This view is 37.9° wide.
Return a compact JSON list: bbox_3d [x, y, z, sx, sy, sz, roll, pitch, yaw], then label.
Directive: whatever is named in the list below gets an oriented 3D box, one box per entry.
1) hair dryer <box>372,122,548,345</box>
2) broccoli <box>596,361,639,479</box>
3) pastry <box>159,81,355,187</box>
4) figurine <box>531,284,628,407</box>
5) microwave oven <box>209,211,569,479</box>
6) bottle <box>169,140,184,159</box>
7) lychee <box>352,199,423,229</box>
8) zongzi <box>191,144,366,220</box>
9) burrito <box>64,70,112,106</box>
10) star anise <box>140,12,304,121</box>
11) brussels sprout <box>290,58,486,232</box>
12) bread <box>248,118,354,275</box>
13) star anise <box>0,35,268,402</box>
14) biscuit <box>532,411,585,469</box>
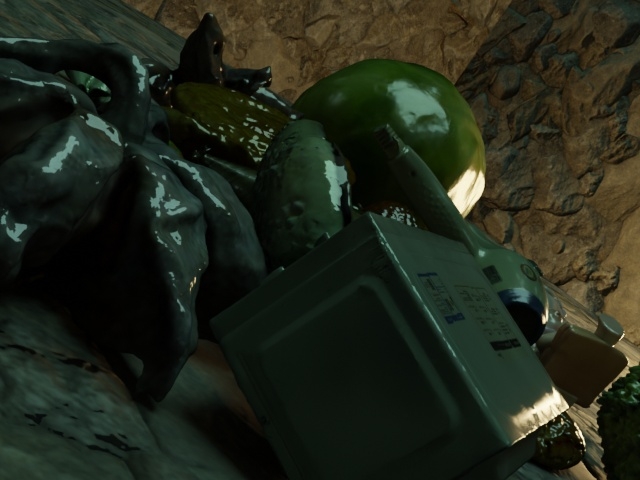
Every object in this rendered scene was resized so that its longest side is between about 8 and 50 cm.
[{"bbox_3d":[0.169,-0.009,1.153,0.298,0.119,0.296,58,7,4],"label":"hair dryer"},{"bbox_3d":[0.437,0.230,0.939,0.288,0.260,0.235,15,53,-10],"label":"broccoli"},{"bbox_3d":[-0.075,-0.064,1.009,0.240,0.132,0.235,27,18,-2],"label":"pastry"},{"bbox_3d":[0.287,0.118,1.221,0.162,0.141,0.237,25,12,-19],"label":"figurine"},{"bbox_3d":[0.051,0.084,0.572,0.162,0.122,0.208,61,17,16],"label":"microwave oven"},{"bbox_3d":[-0.137,-0.044,0.820,0.069,0.069,0.187,25,14,-44],"label":"bottle"},{"bbox_3d":[0.077,0.005,1.174,0.146,0.114,0.114,54,18,25],"label":"lychee"},{"bbox_3d":[0.000,0.000,0.896,0.242,0.112,0.221,42,12,9],"label":"zongzi"},{"bbox_3d":[-0.285,-0.199,1.176,0.074,0.044,0.118,33,5,-31],"label":"burrito"},{"bbox_3d":[-0.152,-0.170,1.144,0.257,0.198,0.111,41,32,-64],"label":"star anise"},{"bbox_3d":[0.102,-0.135,1.431,0.344,0.268,0.344,18,-4,1],"label":"brussels sprout"},{"bbox_3d":[-0.021,-0.003,0.711,0.064,0.172,0.232,2,17,-7],"label":"bread"},{"bbox_3d":[-0.143,-0.036,0.555,0.316,0.139,0.359,33,18,-12],"label":"star anise"},{"bbox_3d":[0.187,0.160,0.983,0.226,0.042,0.226,33,11,-7],"label":"biscuit"}]
